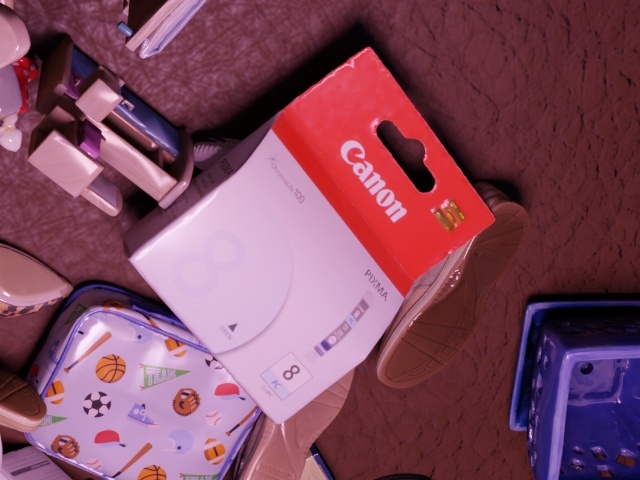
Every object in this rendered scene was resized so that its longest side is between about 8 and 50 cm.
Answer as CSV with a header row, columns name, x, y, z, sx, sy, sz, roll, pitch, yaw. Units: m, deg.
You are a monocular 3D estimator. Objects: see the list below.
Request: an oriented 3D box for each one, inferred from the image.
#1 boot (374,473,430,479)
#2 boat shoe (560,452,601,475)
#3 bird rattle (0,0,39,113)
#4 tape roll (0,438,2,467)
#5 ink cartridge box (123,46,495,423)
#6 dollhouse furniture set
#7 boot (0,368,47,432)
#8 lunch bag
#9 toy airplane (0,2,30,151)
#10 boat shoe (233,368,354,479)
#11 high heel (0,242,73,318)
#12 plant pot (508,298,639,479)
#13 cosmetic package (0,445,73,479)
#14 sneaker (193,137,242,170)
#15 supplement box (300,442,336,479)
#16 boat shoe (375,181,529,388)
name,x,y,z,sx,sy,sz,roll,pitch,yaw
boot,0.073,0.428,2.038,0.246,0.207,0.094,-8,114,-12
boat shoe,0.375,0.438,2.190,0.095,0.079,0.254,7,111,-17
bird rattle,-0.416,-0.266,1.691,0.207,0.143,0.253,15,122,-8
tape roll,-0.532,0.248,1.769,0.286,0.100,0.286,6,113,16
ink cartridge box,0.000,0.000,1.799,0.385,0.091,0.308,-37,116,3
dollhouse furniture set,-0.153,-0.199,1.668,0.198,0.286,0.303,37,111,-25
boot,-0.455,0.235,1.839,0.213,0.077,0.165,21,110,9
lunch bag,-0.224,0.198,1.918,0.303,0.115,0.243,25,100,-23
toy airplane,-0.494,-0.143,1.594,0.272,0.386,0.384,5,116,-54
boat shoe,-0.047,0.245,1.983,0.103,0.092,0.285,28,81,-25
high heel,-0.461,0.082,1.848,0.261,0.093,0.186,7,145,-38
plant pot,0.392,0.207,2.022,0.236,0.212,0.236,-1,113,-15
cosmetic package,-0.384,0.429,1.907,0.224,0.138,0.224,40,101,13
sneaker,-0.069,-0.036,1.865,0.235,0.094,0.153,13,100,-30
supplement box,-0.029,0.335,2.055,0.083,0.056,0.083,-29,116,-1
boat shoe,0.163,0.060,1.968,0.109,0.098,0.302,23,103,-36
